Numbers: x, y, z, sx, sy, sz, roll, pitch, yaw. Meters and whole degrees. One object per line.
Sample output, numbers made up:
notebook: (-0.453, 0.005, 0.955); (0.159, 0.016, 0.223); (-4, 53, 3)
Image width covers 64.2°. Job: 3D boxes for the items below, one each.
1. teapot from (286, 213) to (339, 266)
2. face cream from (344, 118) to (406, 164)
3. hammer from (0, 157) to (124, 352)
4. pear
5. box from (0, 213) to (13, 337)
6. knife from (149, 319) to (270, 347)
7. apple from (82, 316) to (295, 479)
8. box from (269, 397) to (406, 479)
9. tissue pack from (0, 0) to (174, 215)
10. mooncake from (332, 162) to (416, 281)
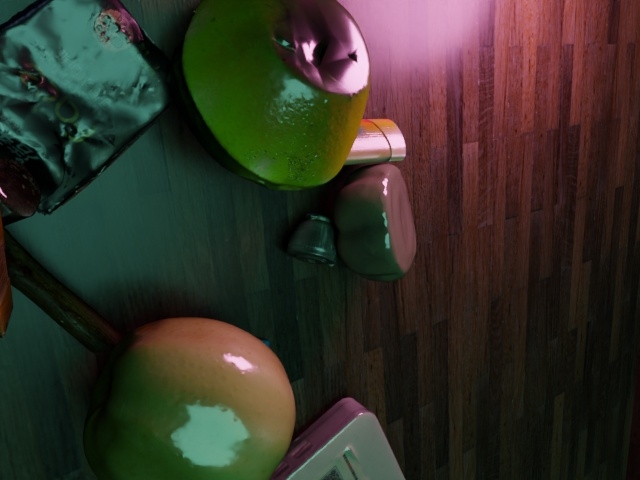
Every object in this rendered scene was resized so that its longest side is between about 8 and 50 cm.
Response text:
teapot: (0.004, -0.001, 1.131); (0.149, 0.111, 0.108); (19, 78, -31)
face cream: (0.062, -0.215, 1.109); (0.285, 0.139, 0.067); (-9, 139, -32)
hammer: (-0.467, 0.058, 0.817); (0.243, 0.095, 0.408); (-20, 133, 9)
pear: (-0.046, -0.298, 0.893); (0.399, 0.165, 0.398); (15, 65, -34)
box: (-0.507, 0.033, 0.675); (0.152, 0.070, 0.237); (8, 131, -19)
knife: (-0.229, 0.205, 1.072); (0.297, 0.026, 0.044); (21, 92, -38)
apple: (-0.232, 0.307, 0.909); (0.357, 0.357, 0.357); (-8, 105, -32)
box: (0.021, 0.653, 1.290); (0.397, 0.111, 0.395); (-34, 117, -22)
tissue pack: (-0.399, -0.226, 0.797); (0.332, 0.123, 0.245); (-47, 122, -16)
mooncake: (0.126, -0.039, 1.140); (0.275, 0.135, 0.274); (23, 65, -62)
